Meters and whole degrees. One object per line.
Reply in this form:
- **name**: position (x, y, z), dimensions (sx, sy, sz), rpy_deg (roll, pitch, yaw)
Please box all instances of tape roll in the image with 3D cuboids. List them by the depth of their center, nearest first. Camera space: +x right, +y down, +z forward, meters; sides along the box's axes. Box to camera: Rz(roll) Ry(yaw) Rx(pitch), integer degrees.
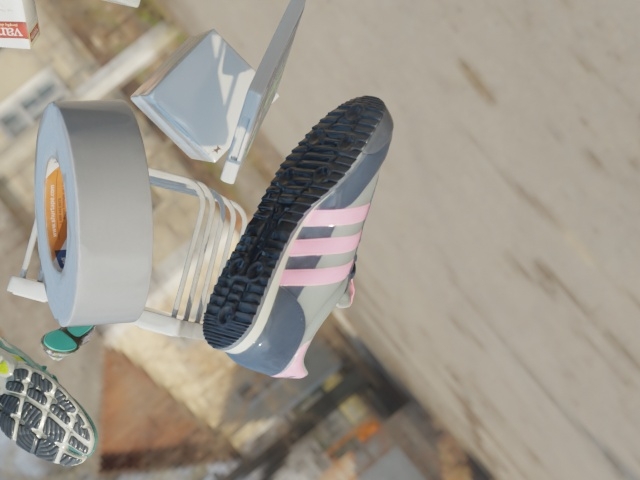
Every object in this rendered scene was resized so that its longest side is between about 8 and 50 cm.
- **tape roll**: position (-0.223, -0.027, 1.575), dimensions (0.219, 0.072, 0.219), rpy_deg (176, 90, -69)

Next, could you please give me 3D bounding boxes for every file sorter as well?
- **file sorter**: position (-0.205, 0.008, 1.857), dimensions (0.192, 0.173, 0.277), rpy_deg (14, 177, 8)

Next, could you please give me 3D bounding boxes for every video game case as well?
- **video game case**: position (-0.072, -0.191, 2.064), dimensions (0.022, 0.190, 0.173), rpy_deg (22, 139, -1)

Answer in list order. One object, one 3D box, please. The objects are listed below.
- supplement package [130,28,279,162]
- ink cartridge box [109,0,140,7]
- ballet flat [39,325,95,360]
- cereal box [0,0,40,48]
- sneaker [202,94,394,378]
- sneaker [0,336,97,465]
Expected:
- **supplement package**: position (-0.169, -0.206, 2.334), dimensions (0.139, 0.134, 0.244), rpy_deg (45, 174, -12)
- **ink cartridge box**: position (-0.257, -0.309, 1.547), dimensions (0.128, 0.127, 0.176), rpy_deg (17, -176, 31)
- **ballet flat**: position (-0.303, 0.122, 1.928), dimensions (0.041, 0.041, 0.114), rpy_deg (51, -156, 0)
- **cereal box**: position (-0.472, -0.369, 2.143), dimensions (0.047, 0.173, 0.240), rpy_deg (-71, -18, -51)
- **sneaker**: position (0.000, 0.000, 1.743), dimensions (0.131, 0.319, 0.112), rpy_deg (37, 172, -37)
- **sneaker**: position (-0.391, 0.202, 2.206), dimensions (0.275, 0.107, 0.110), rpy_deg (36, -162, 29)
